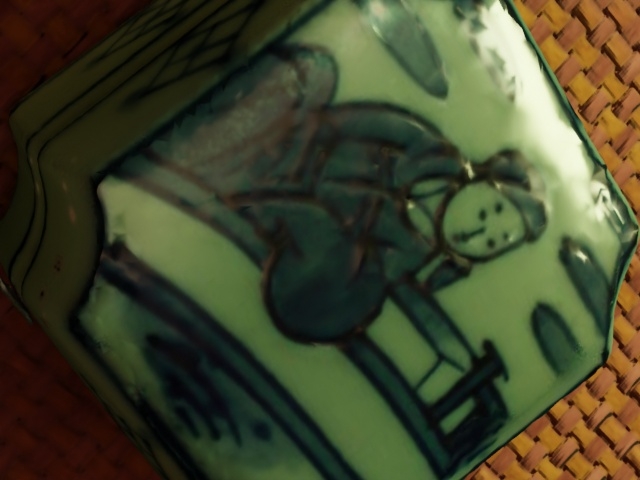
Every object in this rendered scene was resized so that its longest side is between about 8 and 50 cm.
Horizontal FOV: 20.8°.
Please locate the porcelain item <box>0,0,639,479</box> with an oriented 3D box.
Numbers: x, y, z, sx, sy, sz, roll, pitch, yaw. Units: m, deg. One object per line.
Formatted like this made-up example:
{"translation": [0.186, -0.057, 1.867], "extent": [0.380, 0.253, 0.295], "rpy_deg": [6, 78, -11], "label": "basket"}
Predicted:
{"translation": [0.000, 0.000, 0.889], "extent": [0.286, 0.157, 0.281], "rpy_deg": [-37, 119, -8], "label": "porcelain item"}
